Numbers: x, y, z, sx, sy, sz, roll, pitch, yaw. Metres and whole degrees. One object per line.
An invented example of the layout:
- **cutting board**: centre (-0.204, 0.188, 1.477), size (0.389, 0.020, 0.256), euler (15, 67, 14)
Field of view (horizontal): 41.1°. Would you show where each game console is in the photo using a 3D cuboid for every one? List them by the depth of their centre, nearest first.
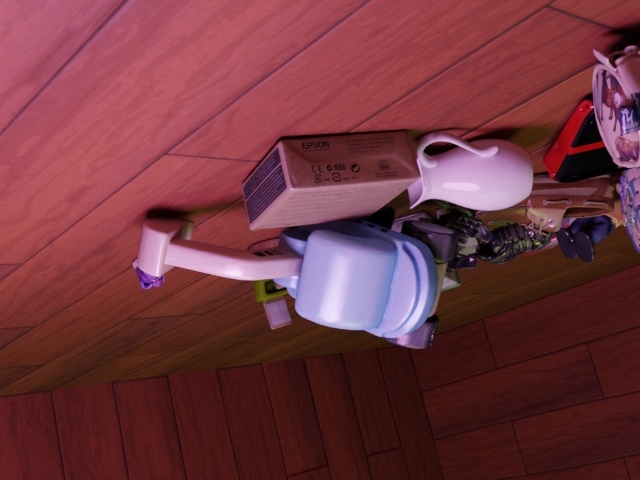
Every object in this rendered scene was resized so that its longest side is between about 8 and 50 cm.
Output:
- **game console**: centre (0.621, -0.223, 1.566), size (0.386, 0.060, 0.342), euler (-14, 160, -3)

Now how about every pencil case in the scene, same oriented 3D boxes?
- **pencil case**: centre (0.589, -0.242, 1.177), size (0.410, 0.160, 0.183), euler (-20, 133, 8)

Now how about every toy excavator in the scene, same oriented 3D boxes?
- **toy excavator**: centre (-0.032, 0.040, 1.505), size (0.433, 0.222, 0.445), euler (21, -165, 33)

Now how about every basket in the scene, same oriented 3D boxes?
- **basket**: centre (0.757, -0.081, 1.846), size (0.201, 0.255, 0.289), euler (-16, 149, 27)

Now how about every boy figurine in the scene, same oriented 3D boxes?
- **boy figurine**: centre (0.672, -0.063, 1.996), size (0.285, 0.092, 0.177), euler (-34, -156, -27)

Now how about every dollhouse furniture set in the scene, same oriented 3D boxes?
- **dollhouse furniture set**: centre (0.011, 0.114, 1.966), size (0.197, 0.151, 0.301), euler (-14, 174, -38)

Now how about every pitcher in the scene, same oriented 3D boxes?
- **pitcher**: centre (0.260, -0.127, 1.472), size (0.207, 0.126, 0.178), euler (-2, 150, -2)

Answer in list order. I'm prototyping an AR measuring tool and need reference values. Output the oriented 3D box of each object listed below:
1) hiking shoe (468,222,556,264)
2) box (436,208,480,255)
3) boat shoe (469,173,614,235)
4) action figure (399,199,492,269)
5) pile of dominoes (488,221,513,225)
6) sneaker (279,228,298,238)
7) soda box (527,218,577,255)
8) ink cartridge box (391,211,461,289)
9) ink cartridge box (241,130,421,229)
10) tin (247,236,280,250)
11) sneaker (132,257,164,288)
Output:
- **hiking shoe**: centre (0.458, -0.001, 2.022), size (0.114, 0.086, 0.227), euler (-6, 155, -42)
- **box**: centre (0.334, -0.020, 2.035), size (0.067, 0.063, 0.324), euler (-16, 166, 13)
- **boat shoe**: centre (0.487, -0.076, 1.845), size (0.324, 0.120, 0.122), euler (-13, 166, -3)
- **action figure**: centre (0.248, -0.025, 1.738), size (0.141, 0.164, 0.276), euler (29, -176, -10)
- **pile of dominoes**: centre (0.512, -0.070, 2.063), size (0.196, 0.040, 0.251), euler (-1, 160, -43)
- **sneaker**: centre (0.000, 0.000, 1.738), size (0.153, 0.094, 0.235), euler (28, 119, -16)
- **soda box**: centre (0.632, -0.041, 2.201), size (0.263, 0.084, 0.092), euler (-21, 165, 23)
- **ink cartridge box**: centre (0.243, 0.033, 1.969), size (0.093, 0.154, 0.212), euler (-19, 165, 19)
- **ink cartridge box**: centre (0.013, -0.095, 1.387), size (0.234, 0.088, 0.193), euler (-7, 166, -27)
- **tin**: centre (-0.067, 0.017, 1.857), size (0.189, 0.040, 0.106), euler (-10, 170, -15)
- **sneaker**: centre (-0.317, 0.052, 1.679), size (0.068, 0.071, 0.170), euler (-6, 163, -28)
